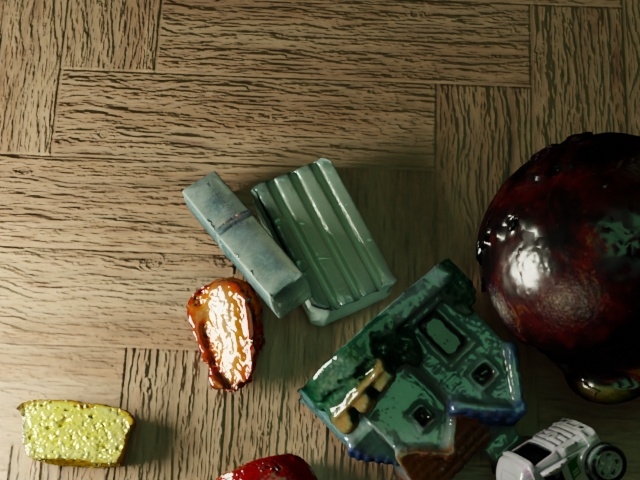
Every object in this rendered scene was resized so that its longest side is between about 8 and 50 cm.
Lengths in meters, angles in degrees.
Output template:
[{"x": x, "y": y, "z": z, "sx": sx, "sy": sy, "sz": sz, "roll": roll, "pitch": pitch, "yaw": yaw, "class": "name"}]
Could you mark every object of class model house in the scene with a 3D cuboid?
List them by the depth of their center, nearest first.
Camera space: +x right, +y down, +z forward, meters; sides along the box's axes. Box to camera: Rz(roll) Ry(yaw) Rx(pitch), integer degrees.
[{"x": 0.182, "y": 0.258, "z": 1.868, "sx": 0.295, "sy": 0.252, "sz": 0.329, "roll": -39, "pitch": 81, "yaw": -13, "class": "model house"}]

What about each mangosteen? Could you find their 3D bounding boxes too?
[{"x": 0.430, "y": 0.034, "z": 1.822, "sx": 0.381, "sy": 0.421, "sz": 0.381, "roll": -18, "pitch": 48, "yaw": 21, "class": "mangosteen"}]

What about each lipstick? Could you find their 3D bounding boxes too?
[{"x": -0.119, "y": 0.006, "z": 1.984, "sx": 0.076, "sy": 0.077, "sz": 0.290, "roll": -32, "pitch": 52, "yaw": -11, "class": "lipstick"}]

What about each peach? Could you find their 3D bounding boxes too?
[{"x": -0.086, "y": 0.386, "z": 1.891, "sx": 0.172, "sy": 0.092, "sz": 0.127, "roll": 8, "pitch": 74, "yaw": 0, "class": "peach"}]

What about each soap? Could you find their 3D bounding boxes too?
[{"x": 0.000, "y": 0.000, "z": 2.031, "sx": 0.150, "sy": 0.094, "sz": 0.261, "roll": -22, "pitch": 71, "yaw": -14, "class": "soap"}]

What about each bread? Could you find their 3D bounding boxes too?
[{"x": -0.384, "y": 0.304, "z": 1.935, "sx": 0.187, "sy": 0.065, "sz": 0.103, "roll": 3, "pitch": 72, "yaw": -1, "class": "bread"}]

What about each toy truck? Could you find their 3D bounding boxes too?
[{"x": 0.382, "y": 0.447, "z": 1.778, "sx": 0.178, "sy": 0.176, "sz": 0.363, "roll": -19, "pitch": 95, "yaw": -12, "class": "toy truck"}]

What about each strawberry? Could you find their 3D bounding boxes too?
[{"x": -0.147, "y": 0.152, "z": 1.988, "sx": 0.121, "sy": 0.082, "sz": 0.188, "roll": -9, "pitch": 79, "yaw": 17, "class": "strawberry"}]
